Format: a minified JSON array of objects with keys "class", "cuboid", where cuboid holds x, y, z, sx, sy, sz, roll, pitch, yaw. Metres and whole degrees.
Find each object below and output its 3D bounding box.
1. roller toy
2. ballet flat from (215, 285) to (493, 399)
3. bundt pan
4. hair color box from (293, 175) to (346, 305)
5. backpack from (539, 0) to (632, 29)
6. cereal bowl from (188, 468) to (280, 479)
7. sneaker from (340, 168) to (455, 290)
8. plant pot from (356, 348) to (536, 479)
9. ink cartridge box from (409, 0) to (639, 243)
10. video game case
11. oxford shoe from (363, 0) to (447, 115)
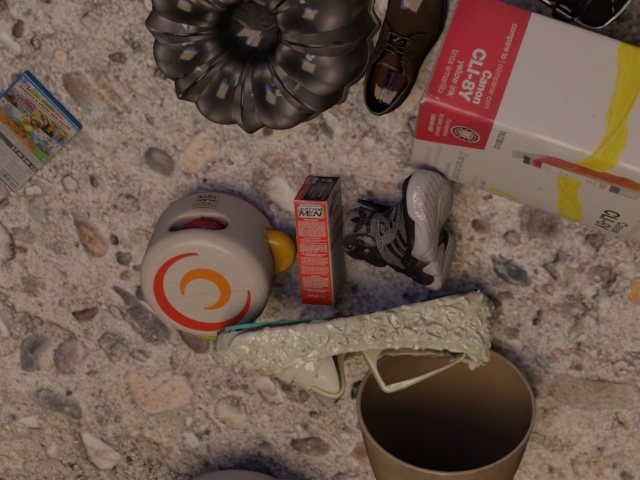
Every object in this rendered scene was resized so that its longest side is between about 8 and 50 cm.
[{"class":"roller toy","cuboid":[-0.160,0.030,1.994,0.191,0.146,0.209,37,122,-18]},{"class":"ballet flat","cuboid":[0.058,0.157,1.927,0.409,0.147,0.147,-9,115,-5]},{"class":"bundt pan","cuboid":[-0.090,-0.290,1.834,0.331,0.124,0.330,5,116,11]},{"class":"hair color box","cuboid":[0.000,0.000,1.969,0.053,0.093,0.167,3,115,13]},{"class":"backpack","cuboid":[0.332,-0.411,1.626,0.225,0.191,0.253,34,117,-1]},{"class":"cereal bowl","cuboid":[-0.119,0.513,2.222,0.339,0.141,0.339,6,117,12]},{"class":"sneaker","cuboid":[0.102,-0.022,1.880,0.153,0.101,0.268,15,156,17]},{"class":"plant pot","cuboid":[0.184,0.334,2.018,0.257,0.256,0.274,7,132,11]},{"class":"ink cartridge box","cuboid":[0.322,-0.139,1.698,0.385,0.279,0.160,19,77,5]},{"class":"video game case","cuboid":[-0.456,-0.164,2.051,0.166,0.015,0.119,-39,100,27]},{"class":"oxford shoe","cuboid":[0.114,-0.267,1.809,0.083,0.096,0.227,18,117,7]}]
